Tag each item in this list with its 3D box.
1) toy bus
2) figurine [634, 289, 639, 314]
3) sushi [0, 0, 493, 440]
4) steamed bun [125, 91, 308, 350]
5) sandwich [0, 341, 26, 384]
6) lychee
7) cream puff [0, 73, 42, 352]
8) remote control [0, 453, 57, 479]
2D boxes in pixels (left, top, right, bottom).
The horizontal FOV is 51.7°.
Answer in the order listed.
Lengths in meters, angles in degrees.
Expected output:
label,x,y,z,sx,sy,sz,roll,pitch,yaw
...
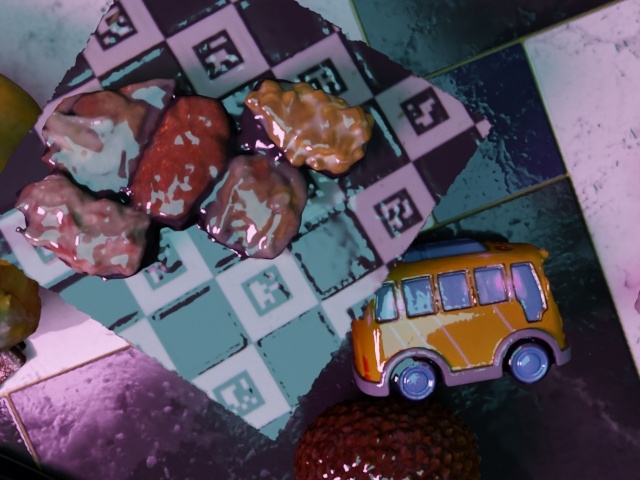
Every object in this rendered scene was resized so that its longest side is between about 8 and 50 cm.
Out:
label,x,y,z,sx,sy,sz,roll,pitch,yaw
toy bus,0.129,0.069,0.647,0.209,0.126,0.136,-8,96,-2
figurine,0.453,-0.006,0.635,0.308,0.143,0.309,-1,92,-19
sushi,-0.063,-0.046,0.466,0.292,0.059,0.294,33,85,-3
steamed bun,-0.094,-0.033,0.586,0.289,0.203,0.276,-25,90,9
sandwich,-0.364,0.129,0.702,0.101,0.026,0.069,10,95,-2
lychee,0.061,0.238,0.641,0.194,0.194,0.194,0,96,0
cream puff,-0.414,0.002,0.586,0.378,0.275,0.378,2,67,-6
remote control,-0.284,0.306,0.714,0.222,0.042,0.072,33,97,-3
